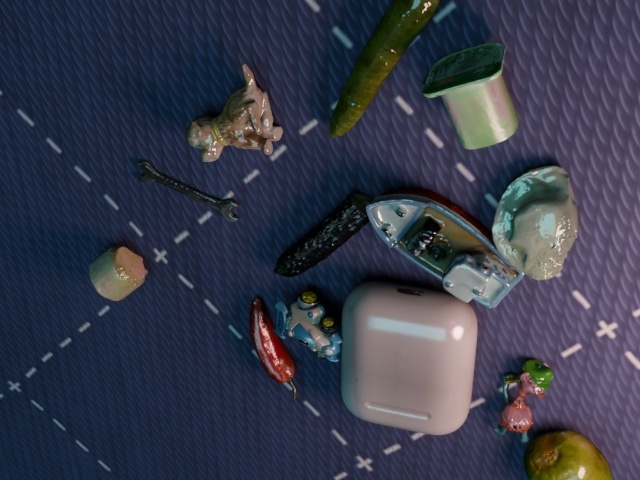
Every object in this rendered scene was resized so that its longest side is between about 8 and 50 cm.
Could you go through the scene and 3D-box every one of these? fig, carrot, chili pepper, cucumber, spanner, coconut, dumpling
[{"bbox_3d":[0.546,0.519,1.881,0.167,0.167,0.233,-28,100,31],"label":"fig"},{"bbox_3d":[0.103,-0.324,1.600,0.074,0.074,0.358,34,128,-2],"label":"carrot"},{"bbox_3d":[-0.113,0.255,2.021,0.063,0.071,0.272,9,126,62],"label":"chili pepper"},{"bbox_3d":[0.001,0.002,1.827,0.072,0.072,0.300,44,125,-8],"label":"cucumber"},{"bbox_3d":[-0.290,-0.108,1.897,0.254,0.015,0.054,25,126,5],"label":"spanner"},{"bbox_3d":[-0.476,0.080,2.016,0.122,0.116,0.116,-31,105,26],"label":"coconut"},{"bbox_3d":[0.408,-0.030,1.622,0.152,0.108,0.219,0,99,-5],"label":"dumpling"}]

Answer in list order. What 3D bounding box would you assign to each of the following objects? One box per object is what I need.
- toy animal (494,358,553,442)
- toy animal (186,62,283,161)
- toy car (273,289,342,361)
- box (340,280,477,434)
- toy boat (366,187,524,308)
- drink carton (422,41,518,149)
[{"bbox_3d":[0.430,0.346,1.874,0.103,0.100,0.208,43,139,42],"label":"toy animal"},{"bbox_3d":[-0.193,-0.253,1.729,0.185,0.104,0.184,-3,120,27],"label":"toy animal"},{"bbox_3d":[-0.029,0.201,1.900,0.161,0.098,0.126,52,150,37],"label":"toy car"},{"bbox_3d":[0.185,0.254,1.865,0.288,0.141,0.349,8,121,14],"label":"box"},{"bbox_3d":[0.235,0.013,1.709,0.332,0.133,0.145,34,126,-2],"label":"toy boat"},{"bbox_3d":[0.278,-0.251,1.544,0.146,0.144,0.142,-14,123,27],"label":"drink carton"}]
